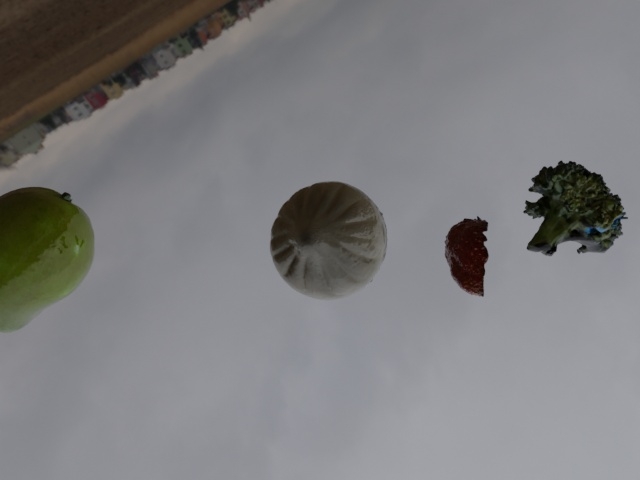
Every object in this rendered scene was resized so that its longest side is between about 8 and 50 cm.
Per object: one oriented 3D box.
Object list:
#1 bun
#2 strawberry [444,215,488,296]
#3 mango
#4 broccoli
[{"bbox_3d":[0.000,0.000,0.611,0.138,0.138,0.094,-23,170,21],"label":"bun"},{"bbox_3d":[0.283,0.038,1.064,0.082,0.146,0.187,-4,-139,10],"label":"strawberry"},{"bbox_3d":[-0.463,0.027,0.854,0.273,0.185,0.149,-29,169,30],"label":"mango"},{"bbox_3d":[0.393,-0.038,0.881,0.155,0.167,0.160,30,-103,33],"label":"broccoli"}]
